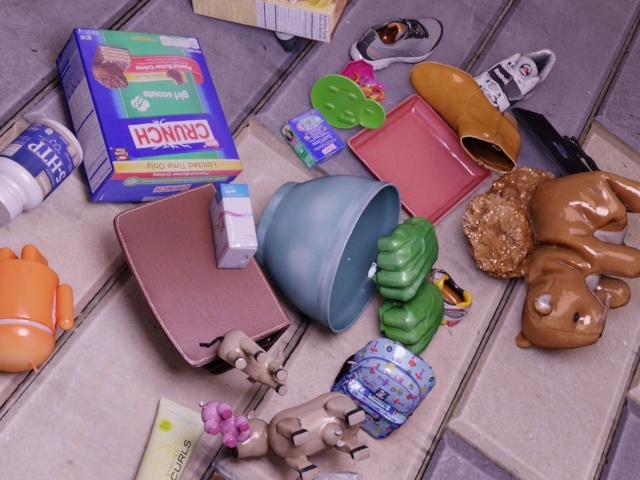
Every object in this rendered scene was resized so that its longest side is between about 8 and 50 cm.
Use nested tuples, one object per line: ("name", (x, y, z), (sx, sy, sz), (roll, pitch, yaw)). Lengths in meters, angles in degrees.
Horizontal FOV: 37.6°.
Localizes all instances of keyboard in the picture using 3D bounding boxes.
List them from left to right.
("keyboard", (0.581, -0.196, 2.209), (0.202, 0.033, 0.317), (7, 41, -37))

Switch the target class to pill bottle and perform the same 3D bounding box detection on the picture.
("pill bottle", (-0.517, -0.119, 1.652), (0.112, 0.112, 0.186), (36, 54, -3))

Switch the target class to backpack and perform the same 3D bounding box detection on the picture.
("backpack", (0.118, 0.261, 1.699), (0.158, 0.173, 0.117), (38, 54, -2))

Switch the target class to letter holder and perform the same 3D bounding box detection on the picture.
("letter holder", (-0.230, 0.084, 1.652), (0.214, 0.152, 0.301), (-22, 73, -31))

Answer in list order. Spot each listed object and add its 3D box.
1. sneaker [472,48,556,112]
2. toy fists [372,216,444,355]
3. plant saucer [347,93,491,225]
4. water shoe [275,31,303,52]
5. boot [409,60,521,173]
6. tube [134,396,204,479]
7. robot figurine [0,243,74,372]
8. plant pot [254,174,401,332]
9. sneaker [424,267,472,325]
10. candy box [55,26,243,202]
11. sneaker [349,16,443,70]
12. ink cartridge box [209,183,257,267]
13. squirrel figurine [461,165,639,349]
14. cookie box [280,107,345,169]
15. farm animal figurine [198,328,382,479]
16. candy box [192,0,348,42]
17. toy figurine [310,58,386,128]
("sneaker", (0.434, -0.376, 2.229), (0.330, 0.146, 0.122), (-35, 83, -33))
("toy fists", (0.164, 0.096, 1.785), (0.096, 0.279, 0.142), (8, 34, 25))
("plant saucer", (0.214, -0.170, 2.067), (0.258, 0.047, 0.259), (48, 55, 6))
("water shoe", (-0.049, -0.507, 2.121), (0.073, 0.080, 0.203), (9, 53, 24))
("boot", (0.313, -0.271, 2.045), (0.295, 0.104, 0.211), (31, 32, -4))
("tube", (-0.261, 0.372, 1.532), (0.070, 0.062, 0.240), (59, 37, -37))
("robot figurine", (-0.493, 0.118, 1.523), (0.158, 0.128, 0.219), (13, 57, -29))
("plant pot", (0.000, 0.000, 1.751), (0.196, 0.293, 0.293), (22, 51, 19))
("sneaker", (0.212, 0.076, 1.898), (0.225, 0.092, 0.088), (34, 54, -4))
("candy box", (-0.328, -0.237, 1.787), (0.268, 0.122, 0.317), (-5, 66, -37))
("sneaker", (0.195, -0.473, 2.193), (0.272, 0.108, 0.100), (-25, 74, -35))
("ink cartridge box", (-0.149, -0.024, 1.598), (0.052, 0.088, 0.122), (-2, 65, -22))
("squirrel figurine", (0.473, 0.039, 1.979), (0.397, 0.281, 0.370), (26, 64, 7))
("cookie box", (-0.016, -0.216, 1.987), (0.092, 0.040, 0.107), (-30, 78, -35))
("farm animal figurine", (-0.067, 0.306, 1.568), (0.327, 0.172, 0.330), (2, 100, -25))
("candy box", (-0.101, -0.548, 2.039), (0.317, 0.087, 0.182), (14, 55, 11))
("toy figurine", (0.088, -0.332, 2.053), (0.173, 0.130, 0.159), (22, 43, 12))
